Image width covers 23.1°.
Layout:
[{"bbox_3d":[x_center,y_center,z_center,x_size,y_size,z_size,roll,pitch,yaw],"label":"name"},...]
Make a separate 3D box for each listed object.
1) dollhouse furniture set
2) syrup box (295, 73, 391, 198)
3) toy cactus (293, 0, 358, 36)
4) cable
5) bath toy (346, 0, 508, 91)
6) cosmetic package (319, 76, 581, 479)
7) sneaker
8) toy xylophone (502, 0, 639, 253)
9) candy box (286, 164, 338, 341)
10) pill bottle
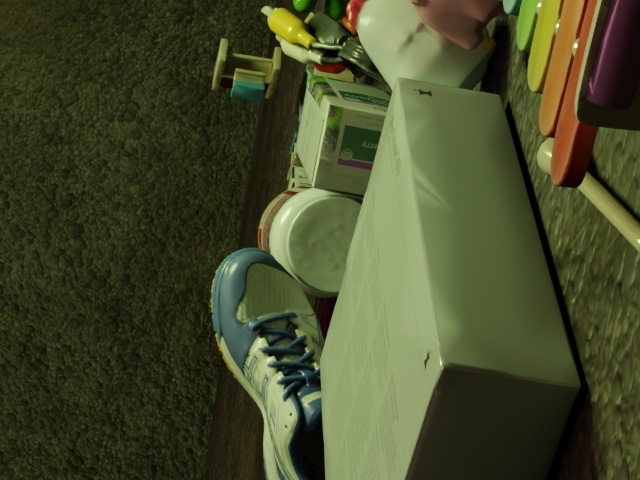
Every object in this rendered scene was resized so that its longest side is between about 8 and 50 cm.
[{"bbox_3d":[-0.058,-0.168,2.110,0.129,0.183,0.129,111,166,-57],"label":"dollhouse furniture set"},{"bbox_3d":[0.034,-0.114,1.709,0.237,0.093,0.096,-114,34,-77],"label":"syrup box"},{"bbox_3d":[0.033,-0.356,1.967,0.180,0.112,0.219,-53,-26,2],"label":"toy cactus"},{"bbox_3d":[0.027,-0.210,1.865,0.072,0.139,0.287,-49,30,5],"label":"cable"},{"bbox_3d":[0.107,-0.235,1.190,0.151,0.129,0.348,-46,-12,-31],"label":"bath toy"},{"bbox_3d":[0.076,0.094,1.134,0.377,0.097,0.284,-93,13,-57],"label":"cosmetic package"},{"bbox_3d":[-0.017,0.143,1.568,0.131,0.111,0.296,-21,89,68],"label":"sneaker"},{"bbox_3d":[0.154,-0.126,0.875,0.323,0.081,0.236,-112,32,-76],"label":"toy xylophone"},{"bbox_3d":[-0.018,0.034,2.005,0.233,0.071,0.159,-90,12,-54],"label":"candy box"},{"bbox_3d":[0.000,0.000,1.717,0.221,0.121,0.121,-159,79,-82],"label":"pill bottle"}]
